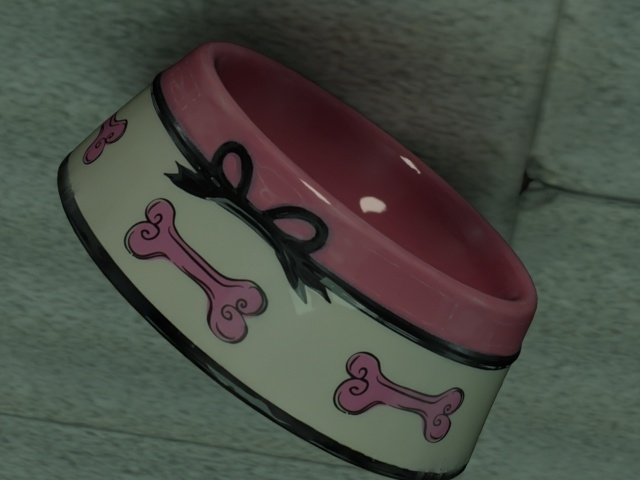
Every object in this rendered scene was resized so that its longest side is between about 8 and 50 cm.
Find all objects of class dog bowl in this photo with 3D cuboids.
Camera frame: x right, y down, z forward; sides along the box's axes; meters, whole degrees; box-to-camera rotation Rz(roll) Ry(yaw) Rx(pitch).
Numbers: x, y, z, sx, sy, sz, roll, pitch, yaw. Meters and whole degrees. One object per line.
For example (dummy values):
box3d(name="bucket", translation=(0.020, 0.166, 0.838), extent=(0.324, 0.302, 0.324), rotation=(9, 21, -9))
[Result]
box3d(name="dog bowl", translation=(0.000, 0.000, 1.287), extent=(0.408, 0.408, 0.150), rotation=(33, 106, -17))
